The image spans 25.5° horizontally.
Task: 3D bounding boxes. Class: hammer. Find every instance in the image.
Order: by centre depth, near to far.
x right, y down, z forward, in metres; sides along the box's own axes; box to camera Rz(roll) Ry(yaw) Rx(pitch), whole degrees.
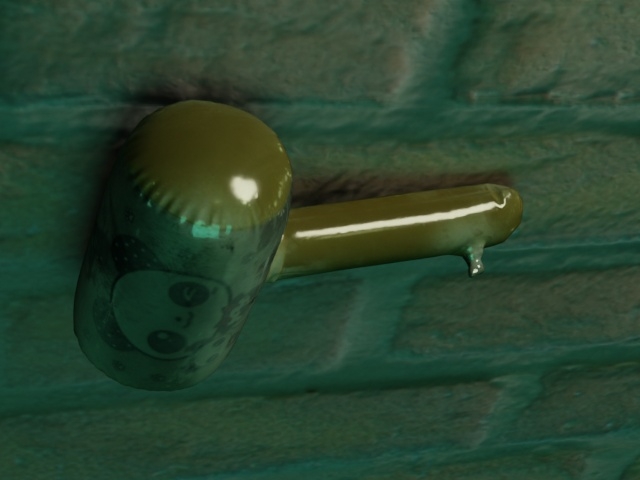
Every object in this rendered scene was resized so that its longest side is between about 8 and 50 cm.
[{"bbox_3d":[0.000,0.000,0.913,0.305,0.113,0.202,-5,145,-27],"label":"hammer"}]
